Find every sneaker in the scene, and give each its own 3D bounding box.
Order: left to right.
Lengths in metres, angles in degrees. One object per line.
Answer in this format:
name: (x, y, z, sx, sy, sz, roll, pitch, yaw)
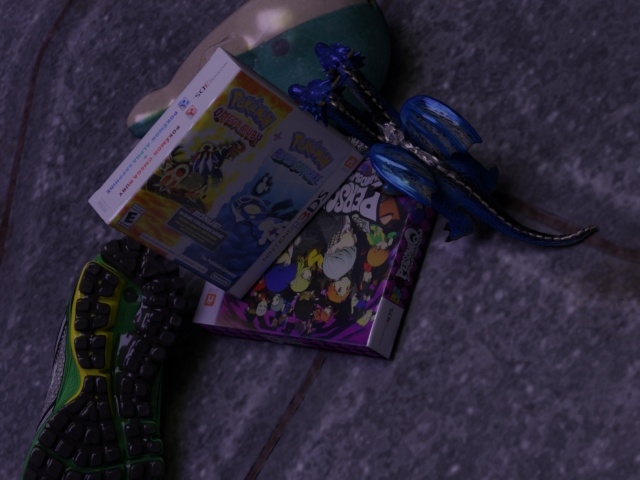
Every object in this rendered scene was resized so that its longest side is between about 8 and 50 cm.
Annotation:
sneaker: (-0.213, 0.170, 1.910, 0.146, 0.134, 0.343, 161, 124, -77)

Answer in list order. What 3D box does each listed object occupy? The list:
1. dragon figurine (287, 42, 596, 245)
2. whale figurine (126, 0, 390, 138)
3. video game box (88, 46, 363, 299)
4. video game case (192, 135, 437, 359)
dragon figurine: (0.096, -0.071, 1.702, 0.289, 0.144, 0.085, 36, 85, 28)
whale figurine: (-0.053, -0.150, 1.889, 0.272, 0.216, 0.141, -29, 84, 20)
video game box: (-0.083, -0.057, 1.779, 0.187, 0.205, 0.048, -51, 49, 6)
video game case: (0.000, 0.000, 1.853, 0.232, 0.042, 0.210, 6, 72, 42)
